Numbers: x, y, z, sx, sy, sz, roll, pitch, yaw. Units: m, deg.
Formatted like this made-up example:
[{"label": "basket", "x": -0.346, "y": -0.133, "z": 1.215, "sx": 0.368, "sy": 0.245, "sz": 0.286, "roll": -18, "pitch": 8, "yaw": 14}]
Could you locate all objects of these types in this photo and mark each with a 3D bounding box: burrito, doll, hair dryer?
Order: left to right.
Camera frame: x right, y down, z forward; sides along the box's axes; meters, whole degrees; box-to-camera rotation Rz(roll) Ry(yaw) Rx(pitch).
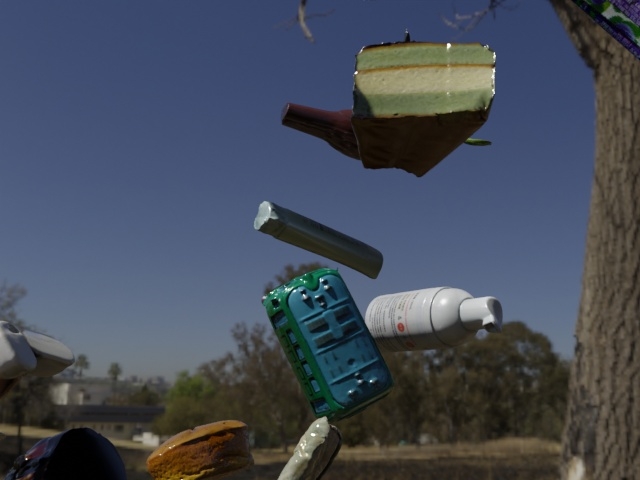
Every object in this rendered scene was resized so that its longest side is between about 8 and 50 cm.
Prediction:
[{"label": "doll", "x": -0.620, "y": 0.270, "z": 1.252, "sx": 0.423, "sy": 0.161, "sz": 0.348, "roll": -44, "pitch": -31, "yaw": 23}, {"label": "burrito", "x": -0.034, "y": 0.310, "z": 0.955, "sx": 0.045, "sy": 0.188, "sz": 0.058, "roll": 19, "pitch": -19, "yaw": 51}, {"label": "hair dryer", "x": 0.100, "y": -0.370, "z": 1.843, "sx": 0.313, "sy": 0.340, "sz": 0.123, "roll": 18, "pitch": 23, "yaw": -19}]

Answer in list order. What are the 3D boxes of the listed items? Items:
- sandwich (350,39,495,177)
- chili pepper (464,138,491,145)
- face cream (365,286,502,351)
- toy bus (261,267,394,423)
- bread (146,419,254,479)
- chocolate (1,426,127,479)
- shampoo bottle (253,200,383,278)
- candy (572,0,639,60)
[{"label": "sandwich", "x": 0.178, "y": -0.216, "z": 1.280, "sx": 0.228, "sy": 0.155, "sz": 0.198, "roll": 0, "pitch": -26, "yaw": 12}, {"label": "chili pepper", "x": 0.326, "y": -0.217, "z": 1.629, "sx": 0.083, "sy": 0.030, "sz": 0.017, "roll": 19, "pitch": -47, "yaw": 18}, {"label": "face cream", "x": 0.279, "y": 0.181, "z": 1.752, "sx": 0.145, "sy": 0.145, "sz": 0.370, "roll": 12, "pitch": -16, "yaw": -39}, {"label": "toy bus", "x": 0.018, "y": 0.226, "z": 1.677, "sx": 0.184, "sy": 0.343, "sz": 0.199, "roll": -25, "pitch": -8, "yaw": -17}, {"label": "bread", "x": -0.292, "y": 0.529, "z": 1.854, "sx": 0.270, "sy": 0.142, "sz": 0.195, "roll": -8, "pitch": -24, "yaw": -33}, {"label": "chocolate", "x": -0.455, "y": 0.479, "z": 1.230, "sx": 0.210, "sy": 0.340, "sz": 0.225, "roll": -31, "pitch": -64, "yaw": 10}, {"label": "shampoo bottle", "x": 0.000, "y": 0.000, "z": 1.169, "sx": 0.212, "sy": 0.049, "sz": 0.072, "roll": 24, "pitch": 14, "yaw": -22}, {"label": "candy", "x": 0.535, "y": -0.358, "z": 1.253, "sx": 0.061, "sy": 0.312, "sz": 0.088, "roll": -20, "pitch": -25, "yaw": -41}]
